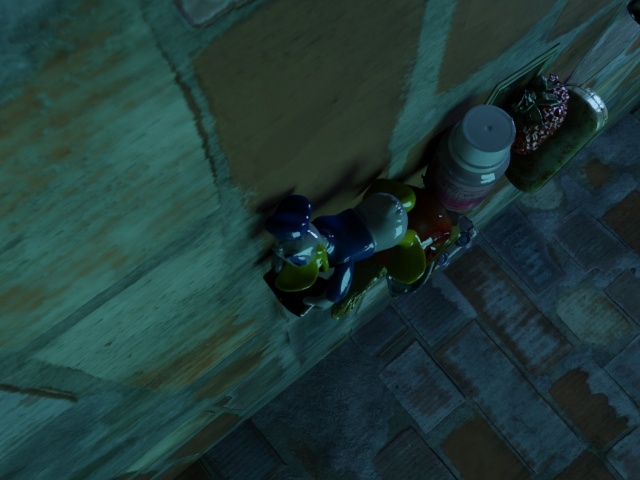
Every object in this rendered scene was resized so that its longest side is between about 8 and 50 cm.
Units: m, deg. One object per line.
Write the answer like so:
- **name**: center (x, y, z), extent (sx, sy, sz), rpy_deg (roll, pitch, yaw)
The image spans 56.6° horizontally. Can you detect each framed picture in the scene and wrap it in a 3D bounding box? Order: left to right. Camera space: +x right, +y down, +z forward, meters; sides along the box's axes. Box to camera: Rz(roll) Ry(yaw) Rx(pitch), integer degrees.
- **framed picture**: center (0.402, -0.298, 1.290), extent (0.197, 0.014, 0.252), rpy_deg (-35, 166, -20)

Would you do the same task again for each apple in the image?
- **apple**: center (0.176, -0.027, 1.231), extent (0.181, 0.168, 0.181), rpy_deg (-34, 162, -13)

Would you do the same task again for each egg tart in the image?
- **egg tart**: center (0.100, 0.115, 1.644), extent (0.232, 0.098, 0.252), rpy_deg (-38, 172, -33)

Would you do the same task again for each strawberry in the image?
- **strawberry**: center (0.489, -0.267, 1.363), extent (0.188, 0.106, 0.286), rpy_deg (-41, 167, 7)

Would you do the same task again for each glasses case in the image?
- **glasses case**: center (0.667, -0.284, 1.728), extent (0.098, 0.156, 0.425), rpy_deg (-32, 165, -22)

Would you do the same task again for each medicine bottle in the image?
- **medicine bottle**: center (0.296, -0.160, 1.175), extent (0.147, 0.147, 0.247), rpy_deg (-36, 167, -14)

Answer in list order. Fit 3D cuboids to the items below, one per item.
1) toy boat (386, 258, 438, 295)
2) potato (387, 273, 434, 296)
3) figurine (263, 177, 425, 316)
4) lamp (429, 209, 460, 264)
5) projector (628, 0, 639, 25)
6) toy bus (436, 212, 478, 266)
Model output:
- **toy boat**: center (0.271, 0.081, 1.862), extent (0.133, 0.145, 0.332), rpy_deg (-34, 159, -23)
- **potato**: center (0.306, 0.120, 2.156), extent (0.160, 0.111, 0.272), rpy_deg (-31, 180, -4)
- **figurine**: center (0.000, 0.000, 0.970), extent (0.283, 0.204, 0.338), rpy_deg (-37, 156, 20)
- **lamp**: center (0.249, -0.019, 1.485), extent (0.161, 0.161, 0.185), rpy_deg (-24, 160, -49)
- **projector**: center (0.854, -0.608, 1.305), extent (0.337, 0.108, 0.108), rpy_deg (-45, 165, 19)
- **toy bus**: center (0.407, -0.008, 1.949), extent (0.202, 0.142, 0.142), rpy_deg (-41, 166, 9)
